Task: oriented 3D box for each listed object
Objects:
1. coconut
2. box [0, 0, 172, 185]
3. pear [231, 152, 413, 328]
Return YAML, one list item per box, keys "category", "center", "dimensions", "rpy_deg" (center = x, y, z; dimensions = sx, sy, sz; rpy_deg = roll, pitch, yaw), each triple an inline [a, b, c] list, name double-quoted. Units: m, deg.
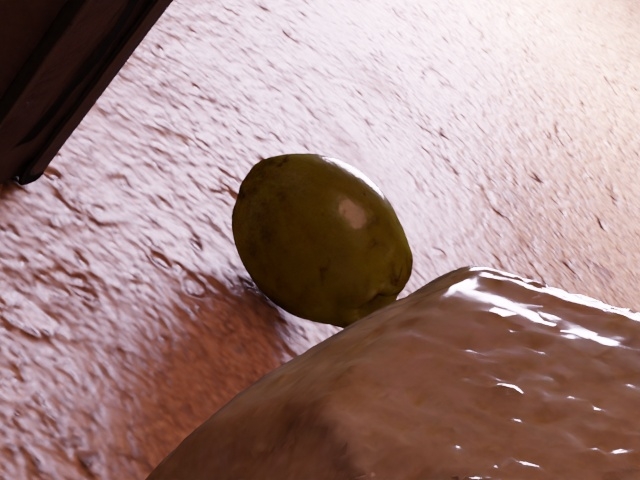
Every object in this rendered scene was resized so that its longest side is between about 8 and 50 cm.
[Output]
- category: "coconut"
  center: [0.092, 0.202, 0.693]
  dimensions: [0.415, 0.344, 0.415]
  rpy_deg: [8, 80, -57]
- category: "box"
  center: [-0.186, -0.166, 1.017]
  dimensions: [0.188, 0.252, 0.153]
  rpy_deg: [45, 25, 3]
- category: "pear"
  center: [0.000, 0.000, 1.205]
  dimensions: [0.131, 0.107, 0.107]
  rpy_deg: [41, 21, 26]
